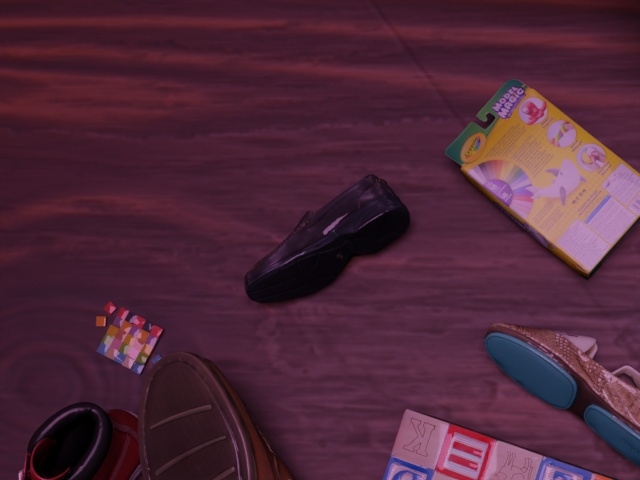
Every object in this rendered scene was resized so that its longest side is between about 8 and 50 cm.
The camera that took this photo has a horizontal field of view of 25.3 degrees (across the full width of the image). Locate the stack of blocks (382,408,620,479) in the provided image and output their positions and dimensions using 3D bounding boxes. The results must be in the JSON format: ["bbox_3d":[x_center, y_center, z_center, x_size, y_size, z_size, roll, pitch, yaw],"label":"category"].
[{"bbox_3d":[0.191,0.270,1.197,0.297,0.087,0.171,16,85,23],"label":"stack of blocks"}]

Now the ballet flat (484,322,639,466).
[{"bbox_3d":[0.243,0.128,1.274,0.206,0.073,0.067,38,59,13],"label":"ballet flat"}]

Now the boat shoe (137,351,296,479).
[{"bbox_3d":[-0.068,0.245,1.276,0.110,0.104,0.307,-27,76,23],"label":"boat shoe"}]

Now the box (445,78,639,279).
[{"bbox_3d":[0.212,-0.060,1.325,0.179,0.043,0.105,42,88,13],"label":"box"}]

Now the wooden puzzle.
[{"bbox_3d":[-0.184,0.096,1.376,0.083,0.006,0.049,26,83,14],"label":"wooden puzzle"}]

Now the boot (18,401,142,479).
[{"bbox_3d":[-0.255,0.249,1.267,0.088,0.176,0.244,34,87,13],"label":"boot"}]

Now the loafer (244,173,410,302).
[{"bbox_3d":[0.000,0.000,1.346,0.170,0.062,0.061,-29,52,-1],"label":"loafer"}]
